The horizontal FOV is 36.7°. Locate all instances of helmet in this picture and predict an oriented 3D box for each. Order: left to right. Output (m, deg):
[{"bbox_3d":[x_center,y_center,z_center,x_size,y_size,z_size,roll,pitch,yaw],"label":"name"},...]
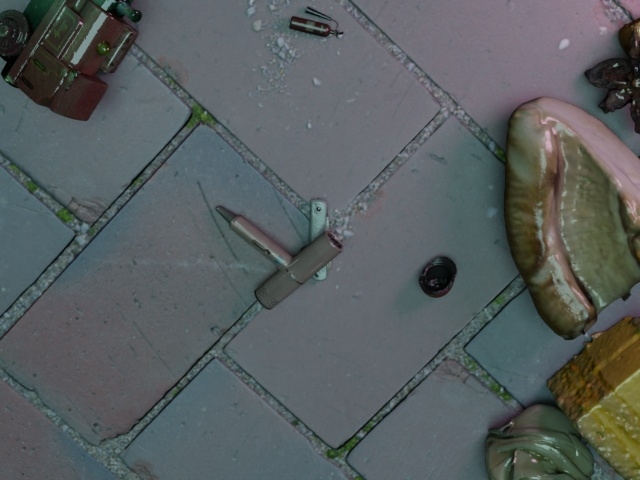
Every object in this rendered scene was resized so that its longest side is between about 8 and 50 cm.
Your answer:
[{"bbox_3d":[0.230,0.077,1.867,0.065,0.049,0.084,32,73,28],"label":"helmet"}]

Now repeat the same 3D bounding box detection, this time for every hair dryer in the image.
[{"bbox_3d":[-0.094,-0.008,1.849,0.195,0.054,0.220,-39,89,19],"label":"hair dryer"}]

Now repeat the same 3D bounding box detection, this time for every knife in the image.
[{"bbox_3d":[0.000,0.000,1.866,0.044,0.023,0.162,2,102,8],"label":"knife"}]

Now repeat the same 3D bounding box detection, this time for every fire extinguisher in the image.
[{"bbox_3d":[-0.005,-0.403,1.787,0.100,0.032,0.046,12,67,-1],"label":"fire extinguisher"}]

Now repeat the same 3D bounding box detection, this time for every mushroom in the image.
[{"bbox_3d":[0.453,-0.055,1.781,0.397,0.224,0.313,50,126,7],"label":"mushroom"}]

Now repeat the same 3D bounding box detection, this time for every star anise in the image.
[{"bbox_3d":[0.586,-0.271,1.728,0.197,0.073,0.212,49,141,3],"label":"star anise"}]

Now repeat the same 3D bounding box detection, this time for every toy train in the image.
[{"bbox_3d":[-0.439,-0.376,1.702,0.221,0.150,0.304,39,102,22],"label":"toy train"}]

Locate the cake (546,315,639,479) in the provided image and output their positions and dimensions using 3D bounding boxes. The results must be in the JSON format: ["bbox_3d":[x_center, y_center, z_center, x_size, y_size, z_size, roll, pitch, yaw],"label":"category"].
[{"bbox_3d":[0.616,0.284,1.818,0.286,0.222,0.227,-44,100,9],"label":"cake"}]

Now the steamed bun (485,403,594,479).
[{"bbox_3d":[0.420,0.448,1.885,0.218,0.144,0.211,-33,96,18],"label":"steamed bun"}]

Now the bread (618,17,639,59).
[{"bbox_3d":[0.595,-0.367,1.760,0.077,0.070,0.083,-31,97,6],"label":"bread"}]

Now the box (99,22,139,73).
[{"bbox_3d":[-0.379,-0.356,1.780,0.045,0.062,0.098,33,99,-5],"label":"box"}]
